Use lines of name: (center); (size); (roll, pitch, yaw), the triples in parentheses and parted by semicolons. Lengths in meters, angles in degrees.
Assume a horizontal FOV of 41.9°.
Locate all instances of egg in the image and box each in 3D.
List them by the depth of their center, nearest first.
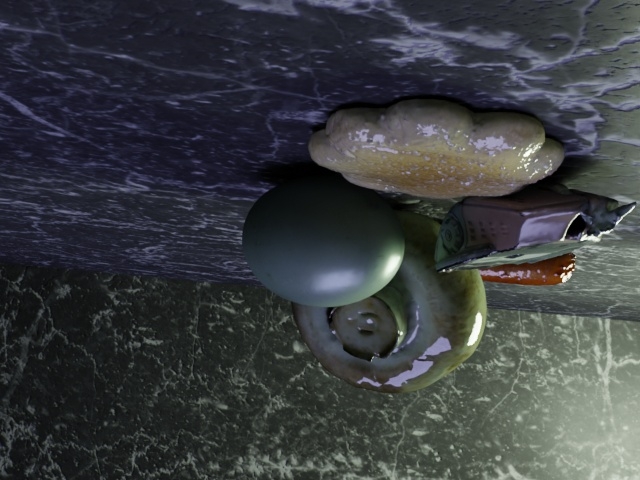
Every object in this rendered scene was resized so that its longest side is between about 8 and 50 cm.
egg: (0.000, 0.000, 1.280); (0.282, 0.203, 0.202); (7, 174, 44)

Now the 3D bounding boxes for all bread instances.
bread: (0.140, -0.102, 1.031); (0.315, 0.054, 0.316); (7, 169, 1)

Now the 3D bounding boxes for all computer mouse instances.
computer mouse: (0.285, -0.032, 1.175); (0.199, 0.115, 0.389); (-8, 171, -25)

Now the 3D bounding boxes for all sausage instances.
sausage: (0.311, 0.029, 1.581); (0.330, 0.102, 0.102); (5, 171, 3)

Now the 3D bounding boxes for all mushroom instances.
mushroom: (0.114, 0.109, 1.461); (0.352, 0.352, 0.260); (2, -160, 27)
